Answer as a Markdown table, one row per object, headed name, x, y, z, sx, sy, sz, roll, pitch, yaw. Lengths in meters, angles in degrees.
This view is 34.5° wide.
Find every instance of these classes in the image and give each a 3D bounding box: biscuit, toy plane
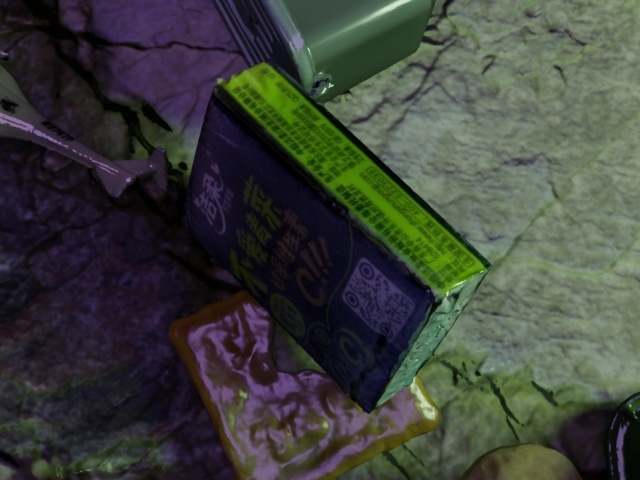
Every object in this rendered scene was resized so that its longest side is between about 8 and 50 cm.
| name | x | y | z | sx | sy | sz | roll | pitch | yaw |
| --- | --- | --- | --- | --- | --- | --- | --- | --- | --- |
| biscuit | -0.019 | 0.113 | 0.846 | 0.174 | 0.039 | 0.183 | -30 | 81 | -1 |
| toy plane | -0.265 | -0.109 | 0.879 | 0.286 | 0.092 | 0.108 | 30 | 58 | 9 |

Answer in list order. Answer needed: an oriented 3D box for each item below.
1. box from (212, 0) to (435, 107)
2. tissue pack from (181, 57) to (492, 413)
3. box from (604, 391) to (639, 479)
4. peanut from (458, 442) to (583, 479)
| name | x | y | z | sx | sy | sz | roll | pitch | yaw |
| --- | --- | --- | --- | --- | --- | --- | --- | --- | --- |
| box | -0.015 | -0.228 | 0.849 | 0.135 | 0.163 | 0.243 | -26 | 79 | -11 |
| tissue pack | 0.000 | 0.000 | 0.781 | 0.073 | 0.173 | 0.235 | -32 | 67 | -35 |
| box | 0.355 | 0.259 | 0.733 | 0.253 | 0.178 | 0.328 | -7 | 80 | 3 |
| peanut | 0.114 | 0.251 | 0.774 | 0.129 | 0.129 | 0.224 | 40 | 78 | 8 |
